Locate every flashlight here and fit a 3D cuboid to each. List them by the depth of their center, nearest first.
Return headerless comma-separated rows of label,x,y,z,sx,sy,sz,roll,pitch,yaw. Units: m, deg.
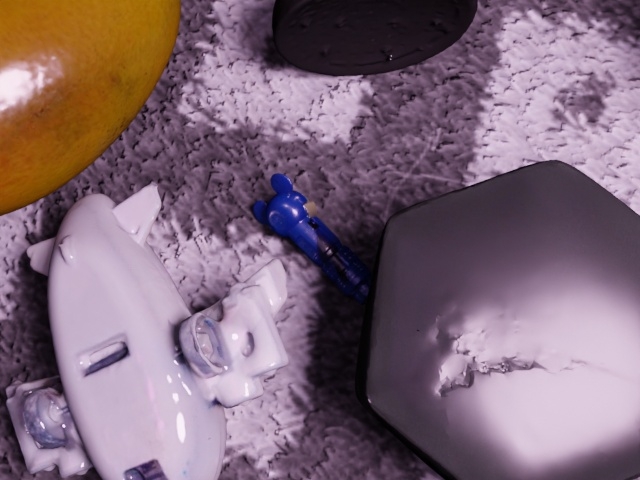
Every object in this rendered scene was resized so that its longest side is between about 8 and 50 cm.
flashlight,0.000,0.000,0.678,0.121,0.057,0.035,44,44,8

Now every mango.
mango,-0.235,-0.151,0.669,0.211,0.173,0.317,36,69,12

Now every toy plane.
toy plane,-0.133,0.077,0.630,0.245,0.117,0.244,-2,84,19

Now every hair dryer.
hair dryer,-0.061,-0.279,0.686,0.284,0.155,0.320,-16,76,-3

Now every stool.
stool,0.134,0.068,0.591,0.232,0.141,0.232,0,78,0
